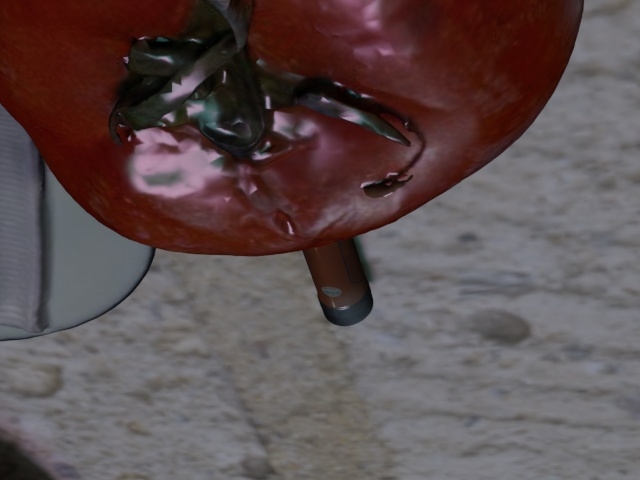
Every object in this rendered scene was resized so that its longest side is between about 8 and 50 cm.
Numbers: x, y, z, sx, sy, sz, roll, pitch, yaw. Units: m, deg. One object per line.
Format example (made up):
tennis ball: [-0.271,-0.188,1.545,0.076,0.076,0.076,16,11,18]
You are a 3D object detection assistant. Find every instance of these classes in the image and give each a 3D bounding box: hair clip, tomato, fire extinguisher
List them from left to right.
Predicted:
hair clip: [-0.133,-0.015,0.631,0.140,0.054,0.220,5,142,-5]
tomato: [-0.022,-0.089,0.450,0.187,0.151,0.187,3,147,2]
fire extinguisher: [0.000,0.000,0.650,0.028,0.022,0.083,21,148,32]
